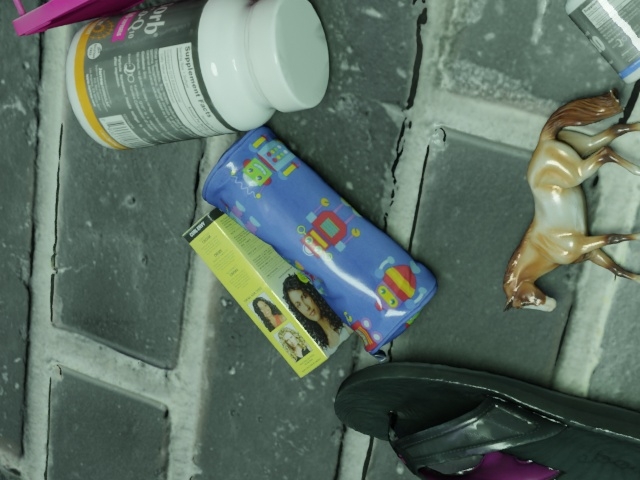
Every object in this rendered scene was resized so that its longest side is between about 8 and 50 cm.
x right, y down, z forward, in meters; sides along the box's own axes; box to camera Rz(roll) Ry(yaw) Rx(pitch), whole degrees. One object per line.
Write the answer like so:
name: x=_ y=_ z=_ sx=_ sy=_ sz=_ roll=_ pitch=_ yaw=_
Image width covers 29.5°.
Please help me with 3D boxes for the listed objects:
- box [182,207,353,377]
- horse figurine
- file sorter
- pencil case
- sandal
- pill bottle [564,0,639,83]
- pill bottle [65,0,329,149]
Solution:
box: x=-0.063 y=0.053 z=1.517 sx=0.232 sy=0.087 sz=0.058 roll=49 pitch=124 yaw=-2
horse figurine: x=0.285 y=-0.044 z=1.323 sx=0.174 sy=0.066 sz=0.263 roll=4 pitch=112 yaw=24
file sorter: x=-0.208 y=-0.374 z=1.344 sx=0.290 sy=0.202 sz=0.182 roll=-18 pitch=99 yaw=30
pencil case: x=0.000 y=0.000 z=1.447 sx=0.306 sy=0.133 sz=0.119 roll=43 pitch=80 yaw=3
sandal: x=0.213 y=0.240 z=1.419 sx=0.445 sy=0.107 sz=0.167 roll=8 pitch=141 yaw=22
pill bottle: x=0.298 y=-0.234 z=1.232 sx=0.078 sy=0.078 sz=0.137 roll=-40 pitch=90 yaw=32
pill bottle: x=-0.142 y=-0.199 z=1.406 sx=0.278 sy=0.162 sz=0.162 roll=-6 pitch=108 yaw=27
